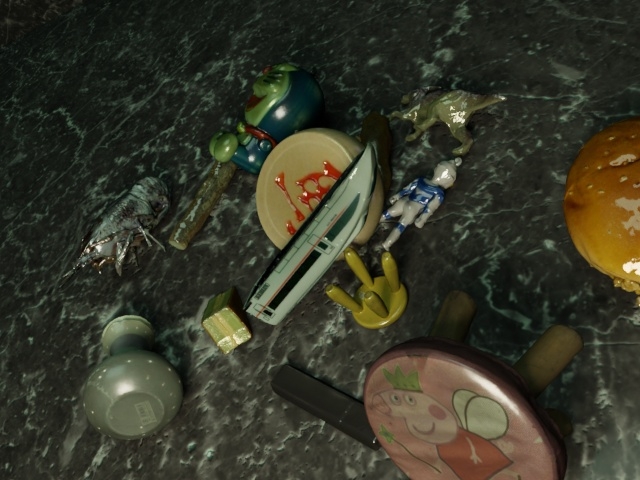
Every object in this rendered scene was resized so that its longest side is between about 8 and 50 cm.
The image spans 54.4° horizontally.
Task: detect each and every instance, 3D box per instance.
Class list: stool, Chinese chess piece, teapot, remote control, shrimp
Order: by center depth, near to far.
[{"bbox_3d":[0.209,0.213,0.826,0.272,0.272,0.178,14,37,38],"label":"stool"},{"bbox_3d":[0.014,0.277,1.061,0.245,0.025,0.063,17,61,39],"label":"remote control"},{"bbox_3d":[0.087,0.084,1.113,0.135,0.110,0.134,-31,45,8],"label":"stool"},{"bbox_3d":[-0.369,0.255,1.220,0.183,0.183,0.251,-35,33,1],"label":"teapot"},{"bbox_3d":[-0.004,-0.089,1.233,0.273,0.102,0.274,0,90,32],"label":"Chinese chess piece"},{"bbox_3d":[-0.476,-0.009,1.517,0.172,0.137,0.372,10,60,32],"label":"shrimp"}]

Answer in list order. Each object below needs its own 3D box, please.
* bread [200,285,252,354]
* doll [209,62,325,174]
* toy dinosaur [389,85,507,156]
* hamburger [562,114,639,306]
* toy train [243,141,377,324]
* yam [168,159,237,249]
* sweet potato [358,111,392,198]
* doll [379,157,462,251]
[{"bbox_3d":[-0.190,0.161,1.290,0.074,0.084,0.139,-34,13,3],"label":"bread"},{"bbox_3d":[-0.113,-0.290,1.498,0.322,0.186,0.198,-50,24,5],"label":"doll"},{"bbox_3d":[0.255,-0.276,1.332,0.162,0.077,0.294,-48,45,-13],"label":"toy dinosaur"},{"bbox_3d":[0.517,-0.058,0.928,0.289,0.170,0.314,-14,49,30],"label":"hamburger"},{"bbox_3d":[0.000,0.000,1.110,0.407,0.088,0.086,-51,10,33],"label":"toy train"},{"bbox_3d":[-0.283,-0.100,1.529,0.061,0.061,0.274,9,62,37],"label":"yam"},{"bbox_3d":[0.122,-0.196,1.350,0.077,0.077,0.244,-16,47,20],"label":"sweet potato"},{"bbox_3d":[0.196,-0.078,1.222,0.227,0.057,0.114,-43,38,6],"label":"doll"}]
